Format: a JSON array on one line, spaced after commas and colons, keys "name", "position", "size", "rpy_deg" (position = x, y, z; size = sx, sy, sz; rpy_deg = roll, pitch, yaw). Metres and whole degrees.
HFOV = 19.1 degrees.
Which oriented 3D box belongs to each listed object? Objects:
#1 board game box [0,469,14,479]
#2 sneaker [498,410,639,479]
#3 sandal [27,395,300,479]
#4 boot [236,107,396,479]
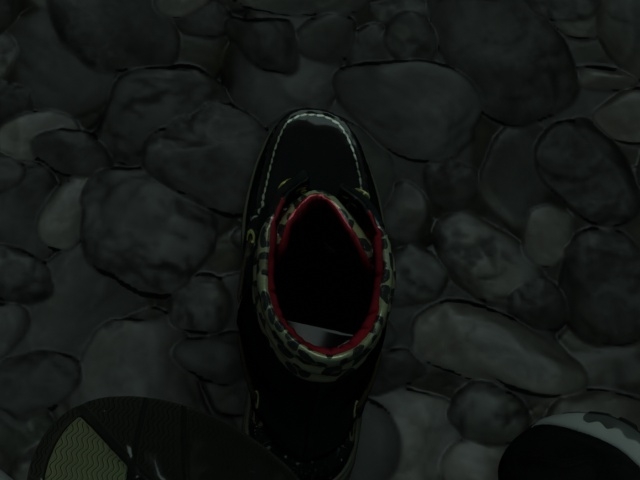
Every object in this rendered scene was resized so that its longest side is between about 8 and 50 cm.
[{"name": "board game box", "position": [-0.226, 0.115, 0.952], "size": [0.259, 0.124, 0.039], "rpy_deg": [38, 106, 13]}, {"name": "sneaker", "position": [0.147, 0.180, 0.901], "size": [0.124, 0.107, 0.283], "rpy_deg": [-29, 33, -18]}, {"name": "sandal", "position": [-0.017, 0.189, 0.954], "size": [0.303, 0.086, 0.120], "rpy_deg": [31, 56, -5]}, {"name": "boot", "position": [0.002, 0.001, 0.998], "size": [0.085, 0.178, 0.236], "rpy_deg": [5, 62, -3]}]
